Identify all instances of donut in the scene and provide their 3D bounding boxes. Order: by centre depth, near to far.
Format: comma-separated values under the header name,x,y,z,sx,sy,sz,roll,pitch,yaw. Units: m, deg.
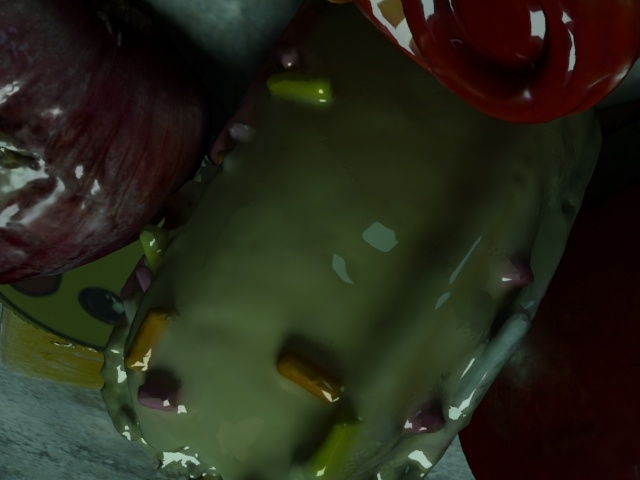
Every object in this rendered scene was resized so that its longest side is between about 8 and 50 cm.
name,x,y,z,sx,sy,sz,roll,pitch,yaw
donut,0.005,-0.007,0.653,0.150,0.307,0.371,34,169,-6

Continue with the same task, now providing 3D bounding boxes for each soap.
name,x,y,z,sx,sy,sz,roll,pitch,yaw
soap,-0.170,0.045,1.041,0.160,0.080,0.257,11,155,-11

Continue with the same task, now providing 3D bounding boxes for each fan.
name,x,y,z,sx,sy,sz,roll,pitch,yaw
fan,-0.189,-0.025,0.874,0.335,0.011,0.229,22,129,-3

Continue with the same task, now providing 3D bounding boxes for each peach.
name,x,y,z,sx,sy,sz,roll,pitch,yaw
peach,0.272,0.094,0.806,0.406,0.310,0.335,-7,156,23

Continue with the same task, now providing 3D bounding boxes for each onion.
name,x,y,z,sx,sy,sz,roll,pitch,yaw
onion,-0.205,-0.038,0.772,0.227,0.120,0.283,31,137,-26

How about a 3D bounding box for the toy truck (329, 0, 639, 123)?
name,x,y,z,sx,sy,sz,roll,pitch,yaw
toy truck,0.046,-0.176,0.416,0.239,0.189,0.265,35,145,30
